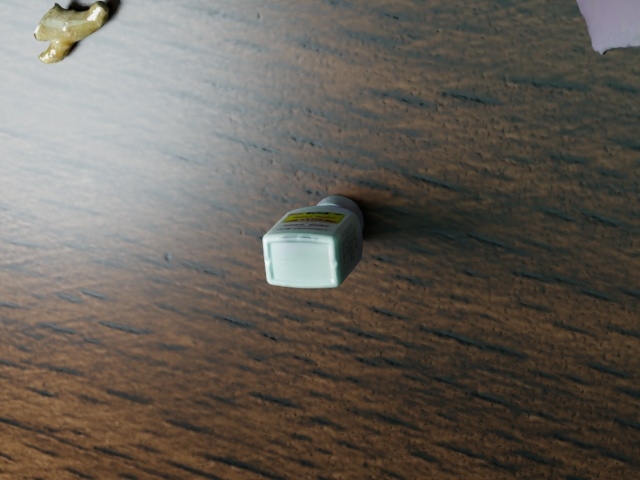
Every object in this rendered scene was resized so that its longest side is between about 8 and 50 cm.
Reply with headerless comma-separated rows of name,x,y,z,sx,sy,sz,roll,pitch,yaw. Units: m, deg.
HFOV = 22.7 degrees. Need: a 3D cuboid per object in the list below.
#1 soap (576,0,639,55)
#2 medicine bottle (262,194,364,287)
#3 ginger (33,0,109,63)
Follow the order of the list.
soap,0.257,-0.292,1.200,0.107,0.285,0.296,-27,105,-13
medicine bottle,0.000,0.000,1.492,0.074,0.118,0.055,0,110,20
ginger,-0.248,-0.210,1.549,0.097,0.030,0.048,-34,124,29
